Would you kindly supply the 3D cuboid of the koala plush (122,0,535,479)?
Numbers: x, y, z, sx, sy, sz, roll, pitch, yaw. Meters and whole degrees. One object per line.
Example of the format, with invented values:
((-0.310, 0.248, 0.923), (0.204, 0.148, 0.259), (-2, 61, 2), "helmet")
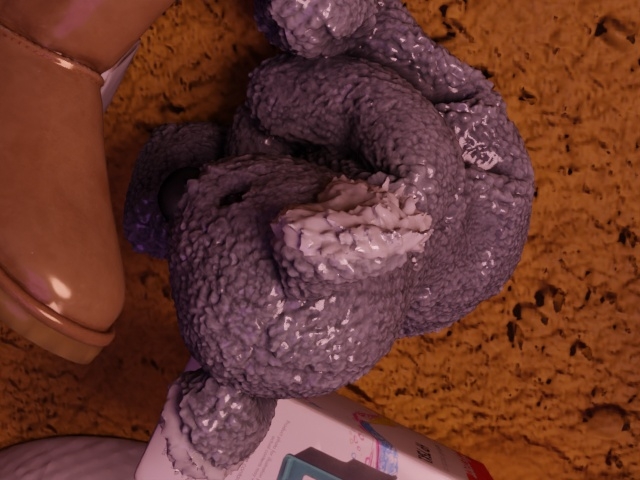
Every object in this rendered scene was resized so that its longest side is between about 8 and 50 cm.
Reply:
((0.000, 0.000, 0.657), (0.203, 0.221, 0.196), (35, 120, -5), "koala plush")

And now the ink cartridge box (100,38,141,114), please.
((-0.264, -0.013, 0.813), (0.175, 0.069, 0.371), (32, 118, -4), "ink cartridge box")

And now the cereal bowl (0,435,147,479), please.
((-0.142, 0.306, 0.903), (0.339, 0.141, 0.339), (6, 118, 11), "cereal bowl")

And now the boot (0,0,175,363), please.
((-0.075, -0.115, 0.600), (0.269, 0.089, 0.236), (-43, 58, 14), "boot")

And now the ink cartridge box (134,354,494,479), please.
((0.022, 0.139, 0.766), (0.231, 0.134, 0.078), (26, 91, 0), "ink cartridge box")
